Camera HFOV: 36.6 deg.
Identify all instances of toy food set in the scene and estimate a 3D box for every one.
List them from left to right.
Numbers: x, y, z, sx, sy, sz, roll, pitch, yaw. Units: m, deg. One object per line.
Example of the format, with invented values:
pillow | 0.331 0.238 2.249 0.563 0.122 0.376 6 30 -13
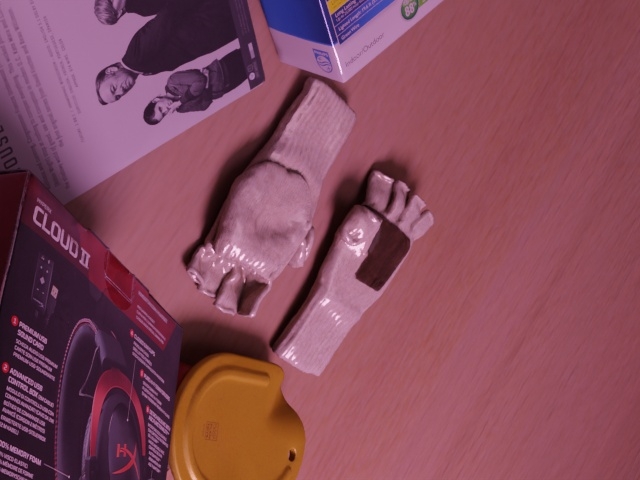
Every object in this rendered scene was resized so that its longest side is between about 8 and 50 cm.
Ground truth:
toy food set | -0.099 0.157 0.802 0.218 0.071 0.128 26 66 -53

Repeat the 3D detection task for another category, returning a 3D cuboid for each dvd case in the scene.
dvd case | -0.145 -0.129 0.617 0.239 0.029 0.179 -37 134 -29

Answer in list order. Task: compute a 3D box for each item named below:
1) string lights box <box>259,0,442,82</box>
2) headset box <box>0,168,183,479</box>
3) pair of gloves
string lights box | 0.002 -0.258 0.674 0.133 0.077 0.259 -43 136 -22
headset box | -0.174 0.117 0.539 0.218 0.110 0.293 61 28 -59
pair of gloves | 0.000 0.000 0.840 0.204 0.042 0.240 -55 140 -11
